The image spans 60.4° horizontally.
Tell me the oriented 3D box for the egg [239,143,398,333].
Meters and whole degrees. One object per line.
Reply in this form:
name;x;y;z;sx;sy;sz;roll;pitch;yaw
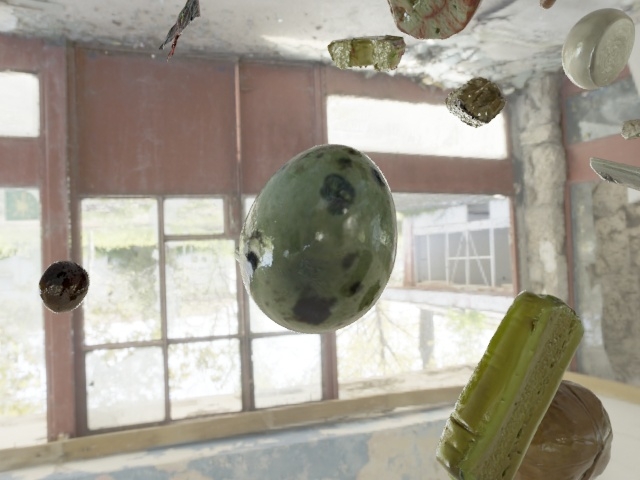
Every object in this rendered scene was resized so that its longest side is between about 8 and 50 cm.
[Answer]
egg;0.000;0.000;1.211;0.345;0.428;0.345;15;-157;-7

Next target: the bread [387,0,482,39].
bread;0.316;-0.730;1.542;0.295;0.327;0.114;7;-133;33

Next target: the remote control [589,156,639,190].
remote control;0.784;-0.122;1.281;0.109;0.055;0.313;22;-175;-41

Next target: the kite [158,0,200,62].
kite;-0.280;-0.444;1.116;0.009;0.189;0.232;24;164;-31

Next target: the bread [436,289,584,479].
bread;0.334;0.269;0.996;0.166;0.383;0.112;32;173;-26

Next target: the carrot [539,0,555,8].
carrot;0.729;-0.785;1.683;0.048;0.048;0.216;-2;166;-3

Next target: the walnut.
walnut;0.562;0.514;1.482;0.354;0.308;0.398;9;168;-40

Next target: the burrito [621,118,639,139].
burrito;0.767;-0.264;1.278;0.042;0.051;0.171;-5;-173;-13

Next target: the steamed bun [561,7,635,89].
steamed bun;0.816;-0.576;1.651;0.232;0.232;0.145;-1;-153;-38

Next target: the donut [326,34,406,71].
donut;0.106;-0.382;1.123;0.166;0.065;0.108;15;-150;36

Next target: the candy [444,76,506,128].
candy;0.297;-0.264;1.064;0.095;0.085;0.110;43;176;-2

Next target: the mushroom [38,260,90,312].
mushroom;-0.574;0.104;1.241;0.052;0.123;0.123;-2;179;31

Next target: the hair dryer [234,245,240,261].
hair dryer;-0.195;0.097;1.798;0.197;0.057;0.100;46;173;-24
